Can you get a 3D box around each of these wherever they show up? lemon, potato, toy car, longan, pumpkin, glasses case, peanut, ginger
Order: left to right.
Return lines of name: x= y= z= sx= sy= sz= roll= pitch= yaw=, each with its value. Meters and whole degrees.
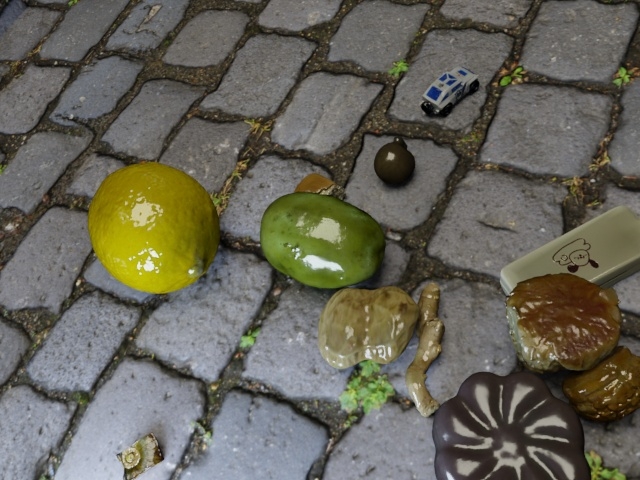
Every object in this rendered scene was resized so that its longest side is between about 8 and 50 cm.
pumpkin: x=-0.394 y=0.479 z=1.543 sx=0.101 sy=0.035 sz=0.073 roll=-29 pitch=64 yaw=-6
lemon: x=-0.405 y=-0.033 z=1.720 sx=0.335 sy=0.336 sz=0.336 roll=-9 pitch=55 yaw=13
potato: x=0.001 y=-0.002 z=1.627 sx=0.304 sy=0.216 sz=0.216 roll=12 pitch=62 yaw=17
peanut: x=0.103 y=0.181 z=1.519 sx=0.233 sy=0.110 sz=0.197 roll=-6 pitch=51 yaw=21
longan: x=0.187 y=-0.199 z=1.756 sx=0.106 sy=0.106 sz=0.119 roll=13 pitch=82 yaw=25
ginger: x=0.226 y=0.224 z=1.480 sx=0.089 sy=0.075 sz=0.288 roll=-29 pitch=43 yaw=46
toy car: x=0.336 y=-0.397 z=1.861 sx=0.170 sy=0.070 sz=0.080 roll=-40 pitch=55 yaw=-11
glasses case: x=0.544 y=0.052 z=1.488 sx=0.312 sy=0.070 sz=0.131 roll=-28 pitch=53 yaw=-1

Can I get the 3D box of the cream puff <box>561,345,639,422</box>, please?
cream puff: x=0.534 y=0.273 z=1.301 sx=0.150 sy=0.165 sz=0.115 roll=-22 pitch=79 yaw=-44

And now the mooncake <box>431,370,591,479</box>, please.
mooncake: x=0.345 y=0.384 z=1.284 sx=0.306 sy=0.154 sz=0.306 roll=-7 pitch=57 yaw=11

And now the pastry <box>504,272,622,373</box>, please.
pastry: x=0.450 y=0.154 z=1.336 sx=0.218 sy=0.100 sz=0.229 roll=-38 pitch=52 yaw=-20

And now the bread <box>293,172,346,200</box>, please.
bread: x=-0.013 y=-0.113 z=1.780 sx=0.106 sy=0.082 sz=0.125 roll=34 pitch=75 yaw=27
